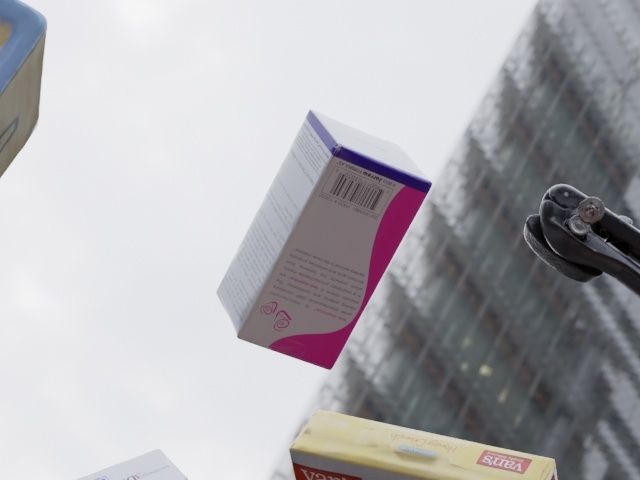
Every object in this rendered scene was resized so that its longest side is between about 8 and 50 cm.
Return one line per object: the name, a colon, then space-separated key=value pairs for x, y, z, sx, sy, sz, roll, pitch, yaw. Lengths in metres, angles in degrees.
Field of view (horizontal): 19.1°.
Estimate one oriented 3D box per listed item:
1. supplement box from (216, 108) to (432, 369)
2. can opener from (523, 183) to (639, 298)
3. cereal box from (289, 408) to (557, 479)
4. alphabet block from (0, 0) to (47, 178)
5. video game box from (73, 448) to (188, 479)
supplement box: x=0.000 y=0.000 z=1.885 sx=0.111 sy=0.114 sz=0.220 roll=21 pitch=-74 yaw=-24
can opener: x=0.251 y=0.019 z=1.512 sx=0.186 sy=0.059 sz=0.073 roll=31 pitch=-16 yaw=9
cereal box: x=0.081 y=0.229 z=1.259 sx=0.173 sy=0.047 sz=0.240 roll=10 pitch=-52 yaw=27
alphabet block: x=-0.345 y=-0.111 z=1.517 sx=0.192 sy=0.193 sz=0.197 roll=32 pitch=-23 yaw=1
video game box: x=-0.200 y=0.263 z=1.405 sx=0.048 sy=0.187 sz=0.205 roll=46 pitch=-46 yaw=33
